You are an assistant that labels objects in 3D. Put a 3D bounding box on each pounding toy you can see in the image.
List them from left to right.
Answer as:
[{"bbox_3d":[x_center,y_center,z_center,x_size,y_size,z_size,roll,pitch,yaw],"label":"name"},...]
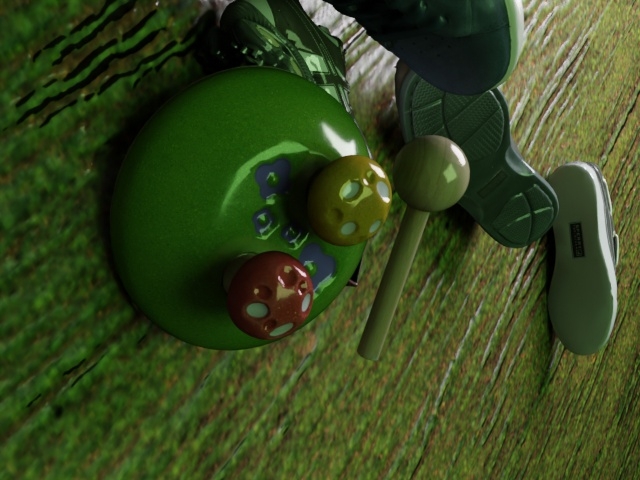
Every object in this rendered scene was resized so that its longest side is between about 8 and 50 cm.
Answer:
[{"bbox_3d":[0.000,0.000,0.637,0.237,0.110,0.183,13,100,-36],"label":"pounding toy"}]

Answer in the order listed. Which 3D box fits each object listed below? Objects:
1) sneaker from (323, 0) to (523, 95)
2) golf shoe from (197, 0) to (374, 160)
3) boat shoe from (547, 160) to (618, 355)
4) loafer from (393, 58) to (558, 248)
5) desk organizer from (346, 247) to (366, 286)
[{"bbox_3d":[-0.006,-0.185,0.628,0.350,0.131,0.148,44,57,-30],"label":"sneaker"},{"bbox_3d":[0.000,-0.099,0.731,0.198,0.077,0.094,57,48,-42],"label":"golf shoe"},{"bbox_3d":[0.306,0.019,1.183,0.070,0.078,0.219,-10,99,-54],"label":"boat shoe"},{"bbox_3d":[0.127,-0.086,0.932,0.096,0.084,0.267,-38,136,5],"label":"loafer"},{"bbox_3d":[-0.021,-0.009,0.729,0.130,0.050,0.047,34,65,-51],"label":"desk organizer"}]
